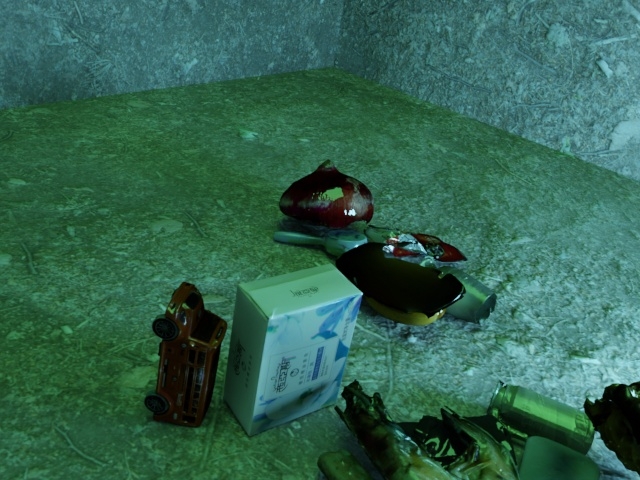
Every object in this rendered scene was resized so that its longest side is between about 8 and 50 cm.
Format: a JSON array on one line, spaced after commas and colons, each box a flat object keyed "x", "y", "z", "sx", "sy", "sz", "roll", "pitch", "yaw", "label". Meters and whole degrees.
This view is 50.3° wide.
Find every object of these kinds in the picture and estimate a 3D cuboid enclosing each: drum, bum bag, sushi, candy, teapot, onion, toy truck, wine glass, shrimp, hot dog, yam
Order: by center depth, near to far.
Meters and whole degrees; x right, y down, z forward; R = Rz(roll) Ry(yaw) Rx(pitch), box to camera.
[{"x": 0.111, "y": 0.441, "z": 1.071, "sx": 0.317, "sy": 0.067, "sz": 0.071, "roll": 36, "pitch": 2, "yaw": 39, "label": "yam"}, {"x": 0.184, "y": 0.349, "z": 1.170, "sx": 0.233, "sy": 0.071, "sz": 0.365, "roll": -10, "pitch": 33, "yaw": -32, "label": "shrimp"}, {"x": 0.415, "y": 0.427, "z": 1.193, "sx": 0.138, "sy": 0.071, "sz": 0.174, "roll": 22, "pitch": 31, "yaw": 16, "label": "candy"}, {"x": -0.234, "y": 0.203, "z": 1.205, "sx": 0.114, "sy": 0.253, "sz": 0.107, "roll": 16, "pitch": 28, "yaw": 2, "label": "toy truck"}, {"x": 0.604, "y": 0.351, "z": 1.215, "sx": 0.213, "sy": 0.200, "sz": 0.204, "roll": 7, "pitch": 51, "yaw": -33, "label": "sushi"}, {"x": 0.231, "y": 0.371, "z": 1.249, "sx": 0.248, "sy": 0.060, "sz": 0.123, "roll": 3, "pitch": 32, "yaw": -10, "label": "bum bag"}, {"x": 0.424, "y": 0.357, "z": 1.331, "sx": 0.200, "sy": 0.077, "sz": 0.107, "roll": 20, "pitch": 49, "yaw": 18, "label": "teapot"}, {"x": 0.199, "y": 0.113, "z": 1.645, "sx": 0.194, "sy": 0.107, "sz": 0.326, "roll": -33, "pitch": 41, "yaw": -13, "label": "hot dog"}, {"x": 0.327, "y": 0.125, "z": 1.681, "sx": 0.204, "sy": 0.111, "sz": 0.111, "roll": 30, "pitch": 34, "yaw": 35, "label": "wine glass"}, {"x": 0.008, "y": -0.005, "z": 1.885, "sx": 0.253, "sy": 0.049, "sz": 0.130, "roll": 11, "pitch": 18, "yaw": 21, "label": "drum"}, {"x": 0.018, "y": -0.132, "z": 1.930, "sx": 0.272, "sy": 0.195, "sz": 0.272, "roll": 4, "pitch": 6, "yaw": 0, "label": "onion"}]

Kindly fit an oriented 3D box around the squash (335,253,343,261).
[{"x": 0.128, "y": 0.074, "z": 1.783, "sx": 0.183, "sy": 0.052, "sz": 0.052, "roll": 17, "pitch": 29, "yaw": 7, "label": "squash"}]

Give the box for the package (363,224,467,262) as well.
[{"x": 0.260, "y": 0.012, "z": 1.931, "sx": 0.269, "sy": 0.071, "sz": 0.194, "roll": 11, "pitch": 27, "yaw": -26, "label": "package"}]

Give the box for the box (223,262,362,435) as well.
[{"x": -0.055, "y": 0.197, "z": 1.248, "sx": 0.203, "sy": 0.274, "sz": 0.116, "roll": -10, "pitch": 36, "yaw": -34, "label": "box"}]
